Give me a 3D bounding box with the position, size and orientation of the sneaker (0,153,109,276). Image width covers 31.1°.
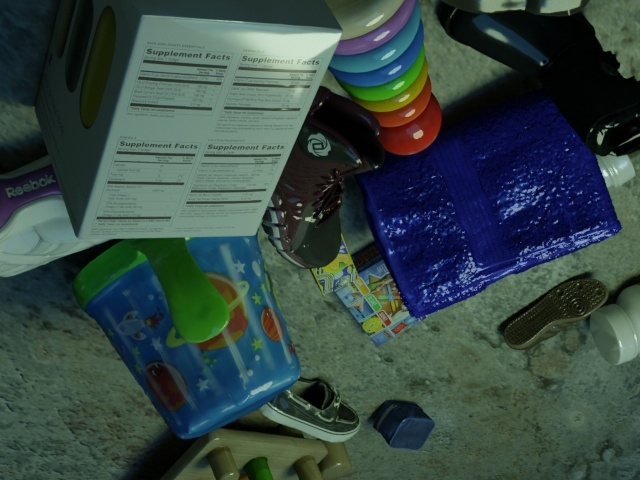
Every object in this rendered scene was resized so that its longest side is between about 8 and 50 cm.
[{"bbox_3d":[-0.303,-0.033,1.279,0.305,0.114,0.152,-11,160,-22],"label":"sneaker"}]

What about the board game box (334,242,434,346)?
[{"bbox_3d":[0.103,0.071,1.691,0.136,0.035,0.201,-30,144,4],"label":"board game box"}]

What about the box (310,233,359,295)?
[{"bbox_3d":[0.000,0.000,1.526,0.059,0.054,0.169,-26,143,-2],"label":"box"}]

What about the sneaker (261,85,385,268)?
[{"bbox_3d":[0.009,-0.066,1.314,0.162,0.106,0.281,6,140,31],"label":"sneaker"}]

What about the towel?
[{"bbox_3d":[0.216,-0.047,1.478,0.308,0.076,0.228,-23,107,3],"label":"towel"}]

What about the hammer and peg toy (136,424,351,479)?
[{"bbox_3d":[-0.115,0.410,1.882,0.361,0.127,0.266,17,125,-44],"label":"hammer and peg toy"}]

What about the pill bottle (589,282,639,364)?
[{"bbox_3d":[0.597,0.128,1.985,0.245,0.136,0.136,-18,143,-12],"label":"pill bottle"}]

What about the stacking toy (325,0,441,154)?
[{"bbox_3d":[0.070,-0.202,1.278,0.141,0.141,0.330,-30,149,4],"label":"stacking toy"}]

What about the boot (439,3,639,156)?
[{"bbox_3d":[0.277,-0.197,1.335,0.246,0.207,0.094,8,131,-38],"label":"boot"}]

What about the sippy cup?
[{"bbox_3d":[-0.140,0.103,1.355,0.240,0.224,0.305,-32,170,26],"label":"sippy cup"}]

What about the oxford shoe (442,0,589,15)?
[{"bbox_3d":[0.192,-0.299,1.282,0.212,0.076,0.076,8,127,-16],"label":"oxford shoe"}]

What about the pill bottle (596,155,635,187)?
[{"bbox_3d":[0.312,-0.068,1.583,0.221,0.124,0.124,-33,143,6],"label":"pill bottle"}]

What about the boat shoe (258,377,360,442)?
[{"bbox_3d":[-0.003,0.262,1.819,0.219,0.078,0.070,22,123,-44],"label":"boat shoe"}]

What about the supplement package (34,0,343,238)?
[{"bbox_3d":[-0.141,-0.163,1.119,0.198,0.199,0.263,-2,136,-30],"label":"supplement package"}]

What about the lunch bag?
[{"bbox_3d":[0.144,0.315,1.987,0.098,0.065,0.067,16,110,-42],"label":"lunch bag"}]

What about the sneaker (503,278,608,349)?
[{"bbox_3d":[0.392,0.123,1.928,0.188,0.066,0.071,-28,161,9],"label":"sneaker"}]
